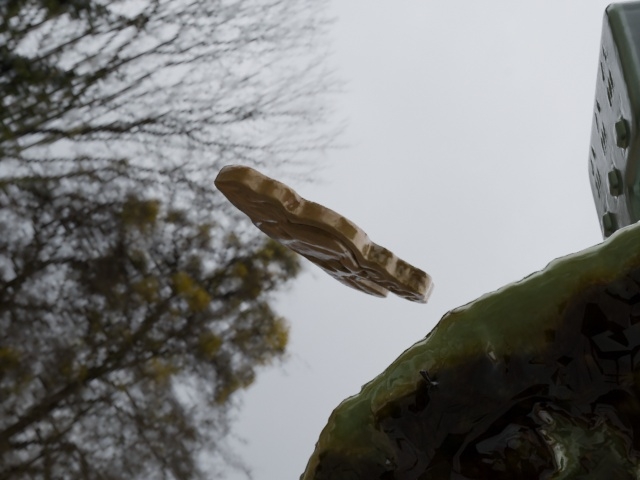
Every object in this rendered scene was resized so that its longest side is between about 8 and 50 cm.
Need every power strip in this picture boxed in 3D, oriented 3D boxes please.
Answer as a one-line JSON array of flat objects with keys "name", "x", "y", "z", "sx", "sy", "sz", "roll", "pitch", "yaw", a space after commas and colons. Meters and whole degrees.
[{"name": "power strip", "x": 0.266, "y": -0.050, "z": 0.861, "sx": 0.265, "sy": 0.059, "sz": 0.193, "roll": 70, "pitch": 13, "yaw": -60}]

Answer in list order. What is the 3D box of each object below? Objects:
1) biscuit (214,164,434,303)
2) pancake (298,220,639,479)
[{"name": "biscuit", "x": 0.001, "y": -0.001, "z": 0.994, "sx": 0.236, "sy": 0.040, "sz": 0.144, "roll": 31, "pitch": -19, "yaw": -29}, {"name": "pancake", "x": 0.137, "y": 0.151, "z": 0.459, "sx": 0.305, "sy": 0.067, "sz": 0.426, "roll": 24, "pitch": -75, "yaw": 7}]
